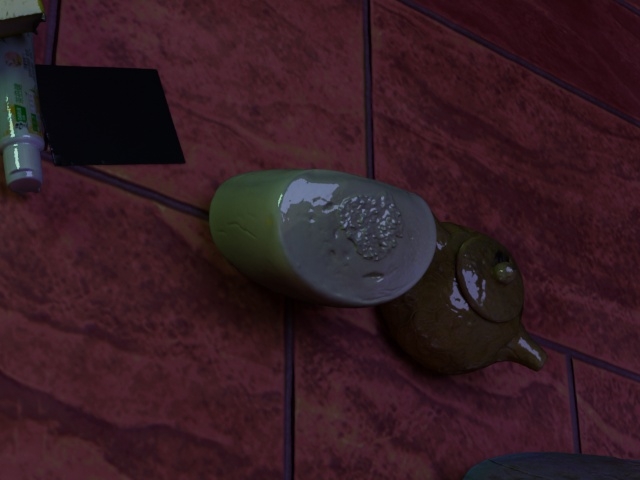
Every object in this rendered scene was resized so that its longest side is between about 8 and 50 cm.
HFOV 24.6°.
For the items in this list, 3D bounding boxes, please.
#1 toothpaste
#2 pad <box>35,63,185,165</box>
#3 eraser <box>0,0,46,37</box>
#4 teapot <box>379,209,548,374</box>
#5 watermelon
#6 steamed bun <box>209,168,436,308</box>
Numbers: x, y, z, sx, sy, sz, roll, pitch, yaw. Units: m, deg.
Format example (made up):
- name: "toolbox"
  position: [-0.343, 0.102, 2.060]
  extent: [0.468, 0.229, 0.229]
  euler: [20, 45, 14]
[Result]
- name: "toothpaste"
  position: [-0.345, -0.200, 1.639]
  extent: [0.058, 0.056, 0.314]
  euler: [77, 2, -66]
- name: "pad"
  position: [-0.250, -0.148, 1.734]
  extent: [0.190, 0.004, 0.127]
  euler: [-4, 72, -44]
- name: "eraser"
  position: [-0.405, -0.319, 1.592]
  extent: [0.158, 0.069, 0.226]
  euler: [-15, 81, -21]
- name: "teapot"
  position: [0.183, 0.055, 1.916]
  extent: [0.311, 0.167, 0.203]
  euler: [50, 44, -11]
- name: "watermelon"
  position: [0.303, 0.401, 1.842]
  extent: [0.292, 0.319, 0.222]
  euler: [1, 98, -4]
- name: "steamed bun"
  position: [0.000, 0.000, 1.758]
  extent: [0.250, 0.200, 0.155]
  euler: [14, 84, -35]
